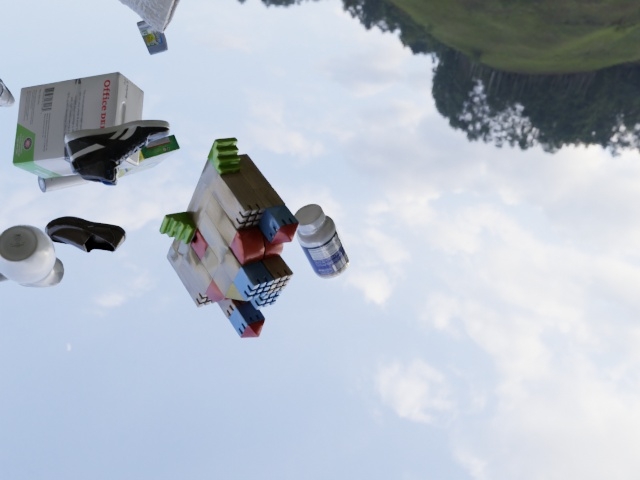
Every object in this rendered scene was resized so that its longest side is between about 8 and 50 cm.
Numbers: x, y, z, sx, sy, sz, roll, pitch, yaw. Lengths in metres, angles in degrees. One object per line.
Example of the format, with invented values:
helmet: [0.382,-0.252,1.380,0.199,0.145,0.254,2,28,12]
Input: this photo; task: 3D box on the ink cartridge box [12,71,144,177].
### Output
ink cartridge box: [-0.561,-0.265,1.521,0.272,0.115,0.199,-4,-104,18]

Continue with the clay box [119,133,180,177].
clay box: [-0.528,-0.247,1.949,0.127,0.053,0.222,-26,-174,-40]

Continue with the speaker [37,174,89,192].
speaker: [-0.752,-0.180,1.916,0.136,0.055,0.055,-20,-134,-40]

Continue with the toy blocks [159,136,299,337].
toy blocks: [-0.165,0.025,1.290,0.190,0.381,0.261,-14,-124,-43]

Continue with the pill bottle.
pill bottle: [0.000,0.000,1.485,0.094,0.169,0.094,-15,-139,13]

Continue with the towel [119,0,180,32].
towel: [-0.379,-0.583,1.396,0.187,0.282,0.049,38,-118,-11]

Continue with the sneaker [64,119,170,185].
sneaker: [-0.417,-0.179,1.377,0.216,0.079,0.121,-12,-94,-12]

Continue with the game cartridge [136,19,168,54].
game cartridge: [-0.404,-0.494,1.577,0.055,0.083,0.017,-10,-149,17]

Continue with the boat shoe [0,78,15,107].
boat shoe: [-0.876,-0.399,1.722,0.083,0.076,0.226,-51,-131,1]

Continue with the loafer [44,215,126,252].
loafer: [-0.652,-0.012,1.795,0.219,0.080,0.078,4,-139,-3]

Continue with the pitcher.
pitcher: [-0.691,0.047,1.481,0.177,0.207,0.126,-11,-108,-15]
